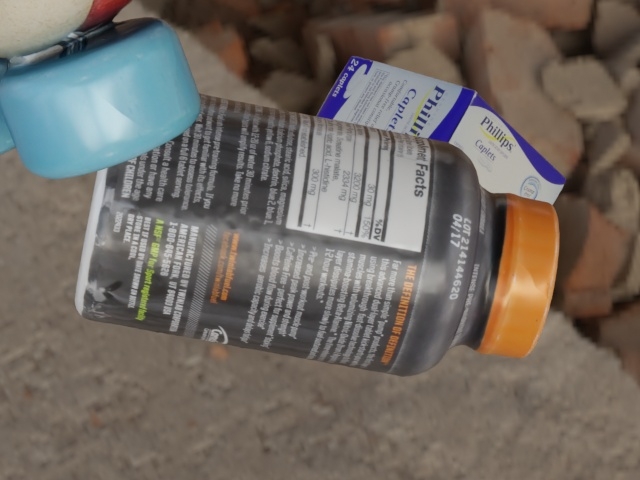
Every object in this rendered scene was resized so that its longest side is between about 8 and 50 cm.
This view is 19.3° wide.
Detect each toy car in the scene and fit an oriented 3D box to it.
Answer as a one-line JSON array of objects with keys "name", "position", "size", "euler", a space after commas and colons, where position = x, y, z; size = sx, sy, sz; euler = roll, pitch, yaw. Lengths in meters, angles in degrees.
[{"name": "toy car", "position": [-0.088, -0.170, 0.761], "size": [0.238, 0.219, 0.210], "euler": [-32, 21, -36]}]

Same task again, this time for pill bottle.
[{"name": "pill bottle", "position": [0.000, 0.000, 1.005], "size": [0.246, 0.130, 0.130], "euler": [11, 52, -6]}]

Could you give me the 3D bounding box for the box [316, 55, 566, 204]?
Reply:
[{"name": "box", "position": [0.083, -0.061, 1.362], "size": [0.137, 0.126, 0.072], "euler": [22, 78, 48]}]
